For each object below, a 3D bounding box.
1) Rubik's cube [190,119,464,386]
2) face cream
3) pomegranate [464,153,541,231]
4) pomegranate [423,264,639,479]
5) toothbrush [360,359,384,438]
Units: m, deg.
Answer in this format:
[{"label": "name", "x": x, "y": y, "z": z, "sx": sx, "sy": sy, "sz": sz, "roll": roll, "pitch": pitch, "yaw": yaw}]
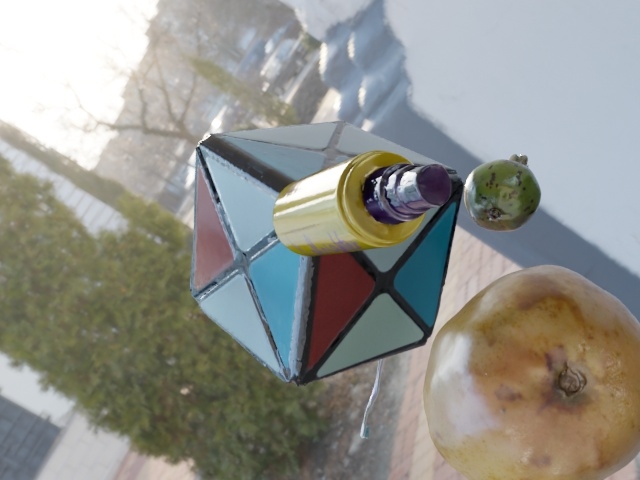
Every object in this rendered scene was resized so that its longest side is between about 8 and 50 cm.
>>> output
[{"label": "Rubik's cube", "x": 0.000, "y": 0.001, "z": 1.033, "sx": 0.246, "sy": 0.248, "sz": 0.250, "roll": 31, "pitch": 125, "yaw": 42}, {"label": "face cream", "x": 0.033, "y": -0.030, "z": 0.680, "sx": 0.078, "sy": 0.078, "sz": 0.273, "roll": -60, "pitch": 15, "yaw": -13}, {"label": "pomegranate", "x": 0.277, "y": -0.079, "z": 1.227, "sx": 0.114, "sy": 0.114, "sz": 0.142, "roll": -46, "pitch": 6, "yaw": 47}, {"label": "pomegranate", "x": 0.187, "y": 0.122, "z": 0.710, "sx": 0.207, "sy": 0.207, "sz": 0.207, "roll": -54, "pitch": 11, "yaw": 15}, {"label": "toothbrush", "x": 0.073, "y": 0.203, "z": 1.102, "sx": 0.011, "sy": 0.013, "sz": 0.131, "roll": -8, "pitch": 61, "yaw": 50}]
